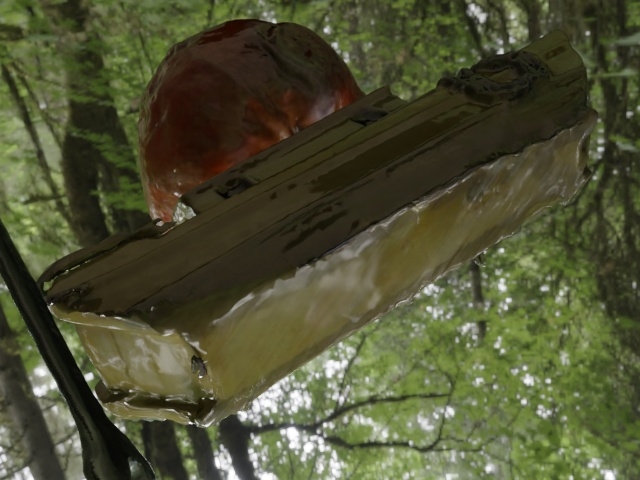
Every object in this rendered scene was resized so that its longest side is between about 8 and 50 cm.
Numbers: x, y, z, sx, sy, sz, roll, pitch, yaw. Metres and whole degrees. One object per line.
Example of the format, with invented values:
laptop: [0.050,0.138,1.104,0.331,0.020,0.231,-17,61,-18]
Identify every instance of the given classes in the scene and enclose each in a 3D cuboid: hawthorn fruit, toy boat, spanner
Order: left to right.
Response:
spanner: [-0.149,0.026,0.398,0.015,0.254,0.054,-35,162,0]
hawthorn fruit: [-0.080,-0.105,0.766,0.242,0.242,0.272,-23,-145,-25]
toy boat: [0.028,-0.026,0.564,0.445,0.136,0.162,-29,-141,-19]

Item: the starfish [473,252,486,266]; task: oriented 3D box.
starfish: [0.147,-0.059,0.925,0.208,0.053,0.176,25,-115,28]
